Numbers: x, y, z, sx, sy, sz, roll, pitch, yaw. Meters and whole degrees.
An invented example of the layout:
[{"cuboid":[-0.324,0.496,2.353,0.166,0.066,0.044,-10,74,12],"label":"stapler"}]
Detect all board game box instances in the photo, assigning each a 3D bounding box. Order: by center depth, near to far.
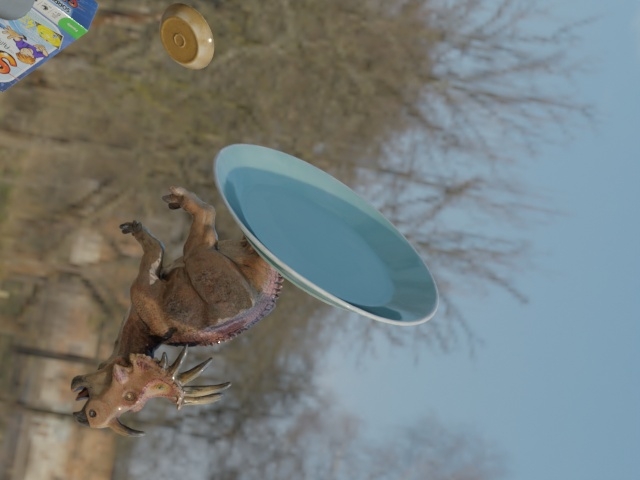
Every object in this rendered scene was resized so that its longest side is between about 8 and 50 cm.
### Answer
[{"cuboid":[-0.306,-0.217,1.201,0.136,0.201,0.035,-25,-140,42],"label":"board game box"}]

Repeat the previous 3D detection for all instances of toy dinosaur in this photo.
[{"cuboid":[-0.116,0.065,1.441,0.296,0.127,0.200,-33,-121,24],"label":"toy dinosaur"}]

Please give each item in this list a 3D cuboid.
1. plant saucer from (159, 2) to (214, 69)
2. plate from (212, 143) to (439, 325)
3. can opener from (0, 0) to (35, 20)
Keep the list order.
[{"cuboid":[-0.163,-0.239,1.699,0.015,0.083,0.083,-37,155,-43],"label":"plant saucer"},{"cuboid":[0.000,0.000,0.999,0.024,0.188,0.188,-54,-160,23],"label":"plate"},{"cuboid":[-0.229,-0.129,0.708,0.074,0.093,0.280,-45,168,11],"label":"can opener"}]
